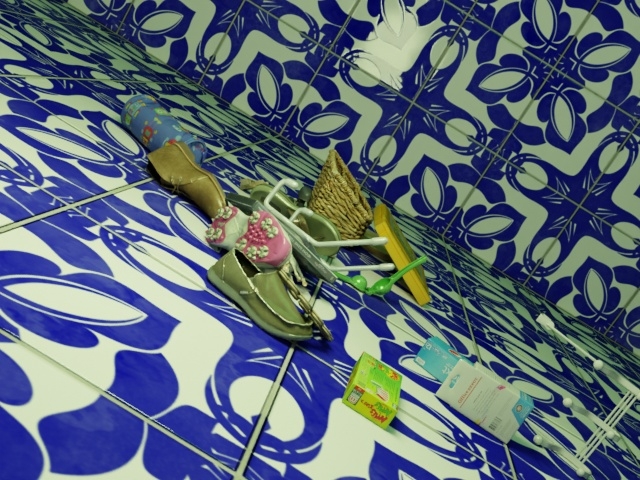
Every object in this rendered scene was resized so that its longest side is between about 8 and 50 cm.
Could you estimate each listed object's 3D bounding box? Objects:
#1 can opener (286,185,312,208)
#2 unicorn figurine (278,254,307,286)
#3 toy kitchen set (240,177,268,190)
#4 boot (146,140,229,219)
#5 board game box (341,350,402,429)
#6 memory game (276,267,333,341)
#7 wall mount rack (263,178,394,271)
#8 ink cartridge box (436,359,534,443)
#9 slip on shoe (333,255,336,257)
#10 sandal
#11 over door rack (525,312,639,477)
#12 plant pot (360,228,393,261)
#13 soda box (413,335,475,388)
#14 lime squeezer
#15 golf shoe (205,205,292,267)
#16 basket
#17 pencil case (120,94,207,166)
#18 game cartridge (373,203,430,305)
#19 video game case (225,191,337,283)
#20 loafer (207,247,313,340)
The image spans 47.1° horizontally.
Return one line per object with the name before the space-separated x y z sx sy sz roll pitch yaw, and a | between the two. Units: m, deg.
can opener | -0.075 -0.130 2.355 0.076 0.095 0.283 30 7 -5
unicorn figurine | -0.074 0.059 1.681 0.162 0.060 0.111 109 -40 -67
toy kitchen set | -0.212 -0.148 2.256 0.083 0.075 0.068 -7 -11 28
boot | -0.334 -0.133 1.841 0.115 0.112 0.305 -19 49 -35
board game box | 0.099 0.274 1.365 0.092 0.043 0.181 33 13 3
memory game | -0.033 0.130 1.485 0.186 0.012 0.186 52 -7 9
wall mount rack | 0.018 -0.005 1.788 0.304 0.130 0.350 37 -8 19
ink cartridge box | 0.352 0.337 1.579 0.181 0.104 0.061 34 13 8
slip on shoe | 0.000 0.000 2.168 0.135 0.041 0.051 39 15 30
sandal | -0.079 -0.043 2.051 0.303 0.120 0.086 32 40 7
over door rack | 0.553 0.351 1.707 0.324 0.239 0.108 42 11 38
plant pot | 0.183 0.011 2.580 0.236 0.032 0.236 31 12 -7
soda box | 0.324 0.311 1.695 0.210 0.067 0.071 37 13 22
lime squeezer | 0.133 0.100 1.995 0.310 0.110 0.059 -1 37 -6
golf shoe | -0.130 0.006 1.594 0.140 0.115 0.306 37 -8 -34
basket | 0.086 -0.138 2.408 0.213 0.223 0.299 23 17 -8
pencil case | -0.441 -0.301 2.091 0.133 0.119 0.306 -10 41 -46
game cartridge | 0.258 0.036 2.343 0.285 0.053 0.323 58 9 -10
video game case | -0.094 -0.008 1.728 0.274 0.026 0.196 45 -11 -24
loafer | -0.110 0.102 1.422 0.251 0.087 0.094 35 13 16
